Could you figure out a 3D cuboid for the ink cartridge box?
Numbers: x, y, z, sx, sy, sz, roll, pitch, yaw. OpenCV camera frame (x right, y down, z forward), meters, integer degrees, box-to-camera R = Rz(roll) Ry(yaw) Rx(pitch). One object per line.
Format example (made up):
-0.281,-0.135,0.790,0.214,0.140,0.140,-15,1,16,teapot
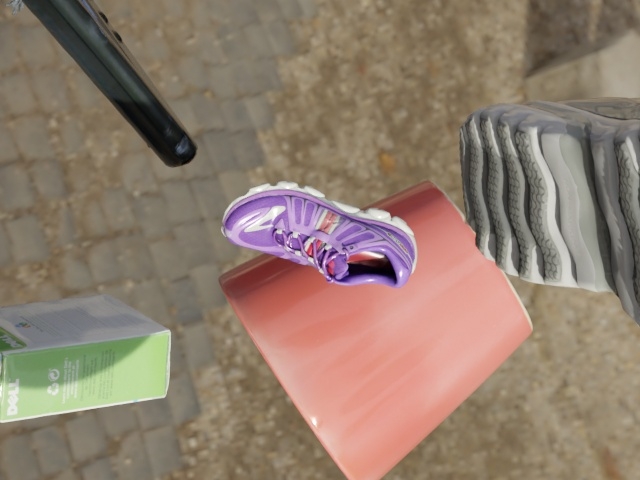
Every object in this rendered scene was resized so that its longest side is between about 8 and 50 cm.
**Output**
-0.240,0.097,1.256,0.209,0.109,0.062,-6,109,-37,ink cartridge box

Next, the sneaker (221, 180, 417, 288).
0.000,0.000,1.293,0.071,0.170,0.068,-84,-174,-53,sneaker

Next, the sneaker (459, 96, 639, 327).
0.163,-0.016,0.593,0.115,0.281,0.105,-16,114,-19,sneaker

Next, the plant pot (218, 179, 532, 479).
0.066,0.082,1.581,0.275,0.243,0.275,55,-2,2,plant pot

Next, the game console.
-0.250,-0.251,1.171,0.342,0.060,0.386,48,-2,32,game console

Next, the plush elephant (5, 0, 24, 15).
-0.363,-0.436,1.817,0.330,0.255,0.272,-51,161,-23,plush elephant
